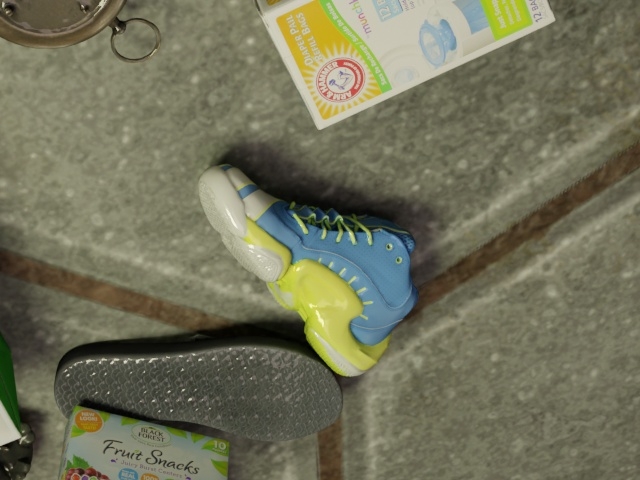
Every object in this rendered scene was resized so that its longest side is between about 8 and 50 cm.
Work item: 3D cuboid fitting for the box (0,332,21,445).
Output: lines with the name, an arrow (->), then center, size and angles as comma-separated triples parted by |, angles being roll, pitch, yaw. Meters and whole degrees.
box -> -0.397, 0.070, 1.289 | 0.231, 0.126, 0.262 | -21, 125, -2

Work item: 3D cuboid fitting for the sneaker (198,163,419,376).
sneaker -> 0.000, 0.000, 1.373 | 0.126, 0.091, 0.240 | -42, 123, -8

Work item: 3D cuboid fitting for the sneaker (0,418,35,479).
sneaker -> -0.378, 0.233, 1.414 | 0.276, 0.135, 0.097 | -37, 113, -16

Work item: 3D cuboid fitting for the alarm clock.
alarm clock -> -0.190, -0.195, 1.207 | 0.129, 0.064, 0.192 | -41, 125, 13

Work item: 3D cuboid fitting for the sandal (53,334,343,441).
sandal -> -0.105, 0.119, 1.437 | 0.255, 0.054, 0.097 | 5, 114, -5

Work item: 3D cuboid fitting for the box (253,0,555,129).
box -> 0.057, -0.190, 1.240 | 0.203, 0.103, 0.114 | -24, 124, 3

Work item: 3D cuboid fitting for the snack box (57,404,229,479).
snack box -> -0.152, 0.205, 1.392 | 0.141, 0.100, 0.037 | 15, 133, -15
